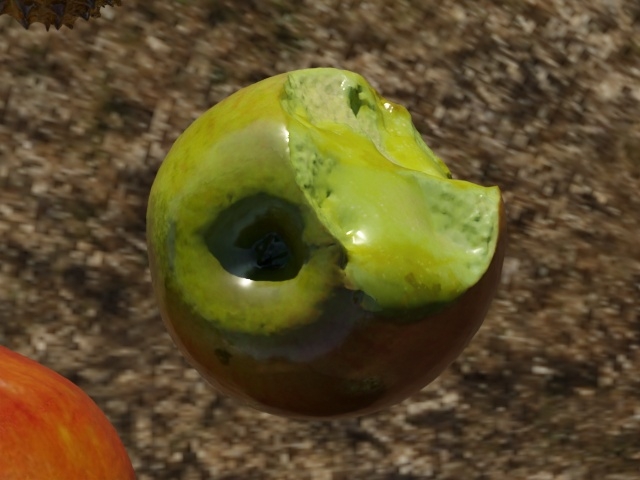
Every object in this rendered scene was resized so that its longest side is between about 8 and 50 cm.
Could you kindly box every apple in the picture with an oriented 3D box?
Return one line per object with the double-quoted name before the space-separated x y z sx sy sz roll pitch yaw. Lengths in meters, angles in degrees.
"apple" 0.000 0.000 1.309 0.246 0.226 0.246 -3 82 24

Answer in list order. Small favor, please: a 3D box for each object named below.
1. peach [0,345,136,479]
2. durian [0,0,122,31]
"peach" -0.281 0.215 1.295 0.373 0.373 0.289 25 113 23
"durian" -0.208 -0.247 1.501 0.165 0.182 0.132 -45 50 8
